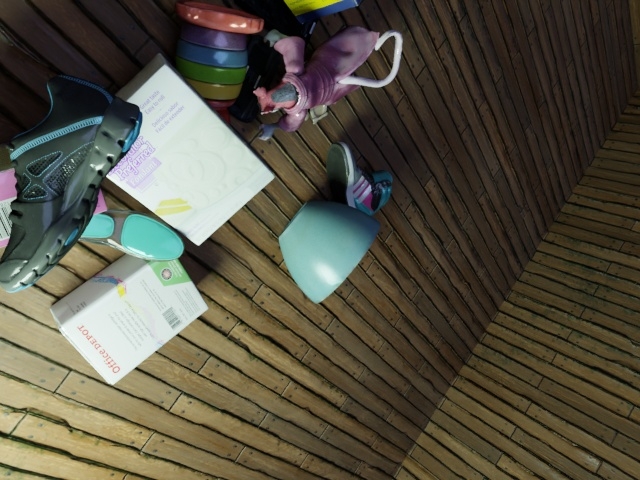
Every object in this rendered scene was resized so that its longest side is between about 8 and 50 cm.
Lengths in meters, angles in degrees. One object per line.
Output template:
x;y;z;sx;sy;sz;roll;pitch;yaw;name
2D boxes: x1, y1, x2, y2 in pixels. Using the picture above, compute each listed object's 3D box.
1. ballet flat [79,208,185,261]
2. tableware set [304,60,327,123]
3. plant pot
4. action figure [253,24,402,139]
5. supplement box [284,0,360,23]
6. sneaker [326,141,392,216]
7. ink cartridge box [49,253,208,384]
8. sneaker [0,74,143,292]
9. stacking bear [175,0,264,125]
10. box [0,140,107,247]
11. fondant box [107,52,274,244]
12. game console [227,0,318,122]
-0.430;-0.028;1.062;0.280;0.096;0.095;18;92;-25;ballet flat
-0.026;-0.393;1.336;0.141;0.020;0.169;-24;128;-41;tableware set
0.000;0.000;1.393;0.195;0.290;0.290;39;77;-6;plant pot
-0.009;-0.355;1.171;0.370;0.275;0.248;-43;142;-42;action figure
-0.039;-0.691;1.069;0.356;0.194;0.195;44;66;-39;supplement box
0.129;-0.187;1.498;0.178;0.123;0.296;-31;133;-22;sneaker
-0.433;0.156;1.151;0.278;0.117;0.202;-39;129;-23;ink cartridge box
-0.411;-0.085;0.761;0.139;0.125;0.341;30;88;-16;sneaker
-0.240;-0.352;1.090;0.175;0.164;0.289;0;119;-23;stacking bear
-0.532;-0.095;0.874;0.213;0.242;0.118;-26;123;-32;box
-0.292;-0.174;1.037;0.238;0.096;0.330;-41;129;5;fondant box
-0.143;-0.469;1.205;0.213;0.044;0.362;25;88;-44;game console
